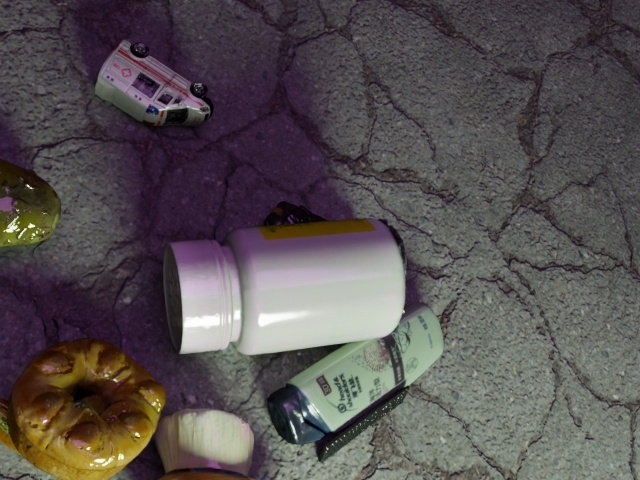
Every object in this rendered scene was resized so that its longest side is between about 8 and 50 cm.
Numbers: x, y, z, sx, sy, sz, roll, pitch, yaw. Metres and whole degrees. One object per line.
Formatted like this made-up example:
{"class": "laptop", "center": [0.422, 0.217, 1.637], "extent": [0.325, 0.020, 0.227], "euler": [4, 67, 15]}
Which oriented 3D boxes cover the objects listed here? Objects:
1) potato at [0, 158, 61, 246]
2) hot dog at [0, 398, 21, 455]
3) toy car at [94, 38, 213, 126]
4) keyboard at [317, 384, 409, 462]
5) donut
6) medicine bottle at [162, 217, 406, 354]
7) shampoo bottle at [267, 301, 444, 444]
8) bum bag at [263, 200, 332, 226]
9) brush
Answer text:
{"class": "potato", "center": [-0.532, -0.062, 1.245], "extent": [0.251, 0.113, 0.149], "euler": [17, 68, -20]}
{"class": "hot dog", "center": [-0.447, 0.284, 1.192], "extent": [0.133, 0.041, 0.056], "euler": [41, 59, -6]}
{"class": "toy car", "center": [-0.300, -0.264, 1.449], "extent": [0.209, 0.089, 0.108], "euler": [33, 61, -8]}
{"class": "keyboard", "center": [0.079, 0.323, 1.417], "extent": [0.204, 0.061, 0.013], "euler": [-28, 63, -31]}
{"class": "donut", "center": [-0.345, 0.248, 1.179], "extent": [0.226, 0.114, 0.226], "euler": [23, 37, -18]}
{"class": "medicine bottle", "center": [-0.060, 0.079, 1.346], "extent": [0.378, 0.213, 0.213], "euler": [-5, 73, -20]}
{"class": "shampoo bottle", "center": [0.073, 0.245, 1.430], "extent": [0.359, 0.078, 0.134], "euler": [-28, 109, -31]}
{"class": "bum bag", "center": [0.000, 0.000, 1.505], "extent": [0.232, 0.060, 0.107], "euler": [19, 72, -23]}
{"class": "brush", "center": [-0.135, 0.372, 1.242], "extent": [0.266, 0.174, 0.166], "euler": [21, 53, -26]}
